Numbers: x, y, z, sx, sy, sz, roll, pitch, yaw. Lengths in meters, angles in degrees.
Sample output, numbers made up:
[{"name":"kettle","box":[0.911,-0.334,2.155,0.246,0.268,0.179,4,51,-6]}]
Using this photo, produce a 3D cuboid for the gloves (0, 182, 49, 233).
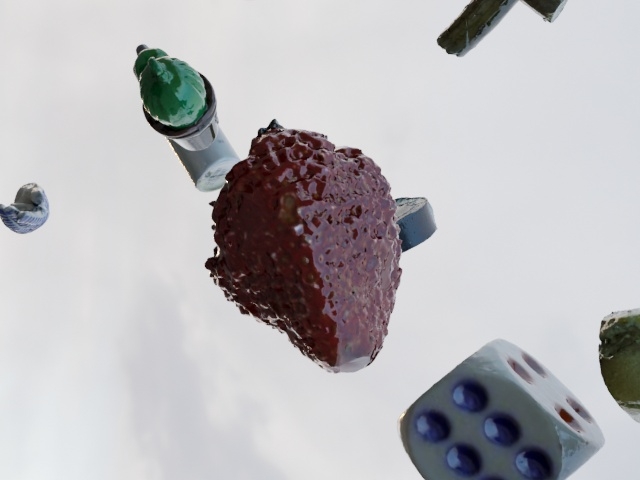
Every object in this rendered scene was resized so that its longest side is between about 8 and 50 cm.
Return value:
[{"name":"gloves","box":[-0.614,-0.068,2.141,0.119,0.097,0.229,-53,-171,5]}]

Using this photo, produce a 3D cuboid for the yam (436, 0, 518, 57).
[{"name":"yam","box":[0.321,-0.429,1.706,0.317,0.067,0.071,-45,-172,26]}]

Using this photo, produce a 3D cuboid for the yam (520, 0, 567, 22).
[{"name":"yam","box":[0.253,-0.418,1.503,0.274,0.061,0.061,45,-47,20]}]

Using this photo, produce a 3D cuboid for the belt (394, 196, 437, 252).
[{"name":"belt","box":[0.136,-0.022,2.025,0.078,0.198,0.151,69,-14,-17]}]

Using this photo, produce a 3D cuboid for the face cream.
[{"name":"face cream","box":[-0.245,-0.225,1.763,0.311,0.092,0.092,56,-41,23]}]

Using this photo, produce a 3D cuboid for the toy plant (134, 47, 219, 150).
[{"name":"toy plant","box":[-0.206,-0.207,1.430,0.143,0.105,0.200,56,-5,30]}]

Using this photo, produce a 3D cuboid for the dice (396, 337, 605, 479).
[{"name":"dice","box":[0.307,0.328,1.754,0.243,0.251,0.259,-46,-107,17]}]

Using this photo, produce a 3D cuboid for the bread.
[{"name":"bread","box":[0.530,0.193,1.611,0.124,0.257,0.186,-7,-110,38]}]

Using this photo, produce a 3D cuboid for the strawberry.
[{"name":"strawberry","box":[-0.001,0.004,1.188,0.258,0.261,0.261,25,-67,31]}]
